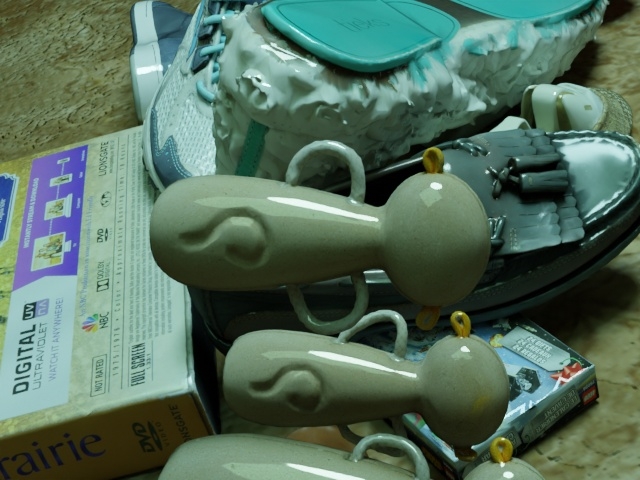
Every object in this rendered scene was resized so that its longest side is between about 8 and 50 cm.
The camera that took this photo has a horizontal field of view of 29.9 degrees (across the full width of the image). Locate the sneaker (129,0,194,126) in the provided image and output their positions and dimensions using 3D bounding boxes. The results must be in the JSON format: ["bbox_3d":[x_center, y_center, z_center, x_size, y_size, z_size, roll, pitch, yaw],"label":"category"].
[{"bbox_3d":[-0.073,-0.153,0.983,0.163,0.086,0.226,-10,26,-5],"label":"sneaker"}]

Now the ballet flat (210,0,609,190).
[{"bbox_3d":[0.058,-0.114,0.800,0.147,0.147,0.409,10,21,33],"label":"ballet flat"}]

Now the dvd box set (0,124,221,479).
[{"bbox_3d":[-0.278,0.067,0.780,0.420,0.062,0.308,-15,35,2],"label":"dvd box set"}]

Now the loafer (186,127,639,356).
[{"bbox_3d":[0.055,-0.005,0.653,0.267,0.084,0.096,-19,56,2],"label":"loafer"}]

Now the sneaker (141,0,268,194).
[{"bbox_3d":[-0.053,-0.145,0.809,0.110,0.122,0.283,11,54,2],"label":"sneaker"}]

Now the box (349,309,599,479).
[{"bbox_3d":[0.072,0.069,0.659,0.094,0.027,0.137,-31,37,-17],"label":"box"}]

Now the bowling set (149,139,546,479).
[{"bbox_3d":[0.030,0.101,0.513,0.154,0.287,0.200,1,5,14],"label":"bowling set"}]

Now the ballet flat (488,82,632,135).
[{"bbox_3d":[0.141,-0.059,0.772,0.073,0.067,0.206,16,46,34],"label":"ballet flat"}]
